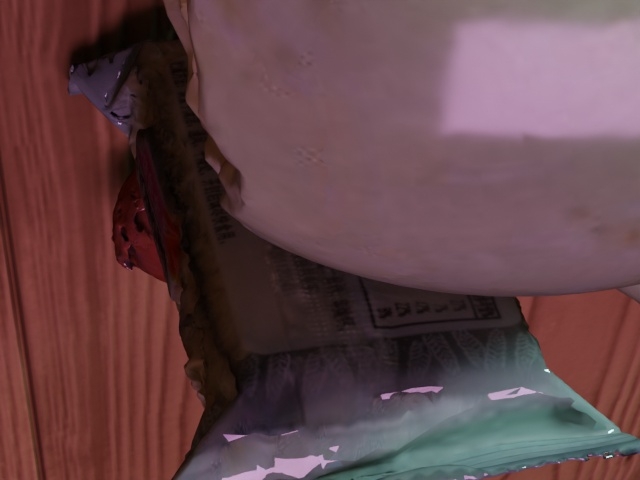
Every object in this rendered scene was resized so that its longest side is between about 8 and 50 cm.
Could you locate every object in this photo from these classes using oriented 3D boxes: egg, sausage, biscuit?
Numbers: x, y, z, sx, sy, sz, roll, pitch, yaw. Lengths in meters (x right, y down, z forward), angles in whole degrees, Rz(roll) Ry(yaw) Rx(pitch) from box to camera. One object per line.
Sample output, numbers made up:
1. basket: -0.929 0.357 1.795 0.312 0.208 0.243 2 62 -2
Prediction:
1. egg: 0.098 -0.119 0.655 0.336 0.278 0.278 -8 146 -9
2. sausage: -0.044 -0.024 0.927 0.141 0.076 0.076 -25 146 13
3. biscuit: -0.005 0.001 0.774 0.186 0.309 0.079 -10 135 -11

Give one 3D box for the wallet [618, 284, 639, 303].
1. wallet: 0.242 -0.049 1.010 0.223 0.077 0.309 -38 139 25
